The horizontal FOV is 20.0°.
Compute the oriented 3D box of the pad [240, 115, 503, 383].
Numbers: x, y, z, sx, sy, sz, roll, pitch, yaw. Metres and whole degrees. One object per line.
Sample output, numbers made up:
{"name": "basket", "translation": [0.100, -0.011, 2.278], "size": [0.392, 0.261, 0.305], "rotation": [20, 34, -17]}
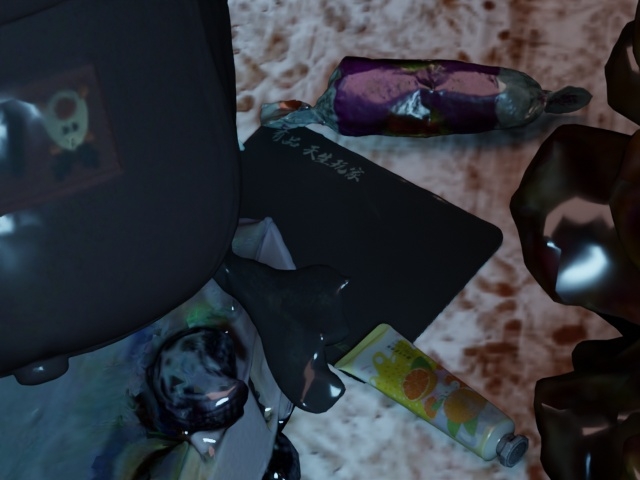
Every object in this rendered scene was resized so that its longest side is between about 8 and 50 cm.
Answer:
{"name": "pad", "translation": [0.000, 0.000, 0.911], "size": [0.157, 0.003, 0.112], "rotation": [29, 62, 30]}

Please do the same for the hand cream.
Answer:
{"name": "hand cream", "translation": [0.052, 0.071, 0.831], "size": [0.035, 0.022, 0.102], "rotation": [-41, 53, -21]}

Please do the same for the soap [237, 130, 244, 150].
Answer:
{"name": "soap", "translation": [-0.138, -0.147, 0.963], "size": [0.094, 0.150, 0.261], "rotation": [-30, 53, -9]}

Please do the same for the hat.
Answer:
{"name": "hat", "translation": [-0.115, -0.009, 0.657], "size": [0.238, 0.336, 0.209], "rotation": [-19, 80, -10]}

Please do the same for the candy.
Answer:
{"name": "candy", "translation": [0.052, -0.075, 0.936], "size": [0.175, 0.045, 0.043], "rotation": [-1, 92, 8]}

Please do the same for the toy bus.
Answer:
{"name": "toy bus", "translation": [-0.100, 0.134, 0.760], "size": [0.138, 0.112, 0.317], "rotation": [5, 52, 21]}

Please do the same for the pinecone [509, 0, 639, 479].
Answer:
{"name": "pinecone", "translation": [0.248, 0.020, 0.616], "size": [0.398, 0.397, 0.397], "rotation": [-6, 51, 7]}
